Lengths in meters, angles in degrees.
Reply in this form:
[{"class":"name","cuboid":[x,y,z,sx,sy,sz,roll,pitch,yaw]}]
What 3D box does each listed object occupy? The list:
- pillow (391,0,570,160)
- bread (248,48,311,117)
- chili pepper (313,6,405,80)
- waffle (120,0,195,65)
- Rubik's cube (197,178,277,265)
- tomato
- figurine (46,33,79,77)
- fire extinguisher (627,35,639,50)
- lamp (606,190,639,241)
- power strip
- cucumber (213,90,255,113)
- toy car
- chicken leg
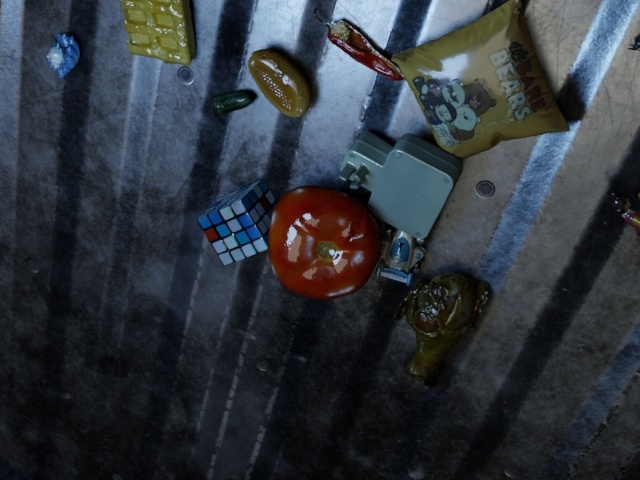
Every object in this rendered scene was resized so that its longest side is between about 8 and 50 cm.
[{"class":"pillow","cuboid":[0.345,-0.328,1.608,0.312,0.119,0.310,-17,110,32]},{"class":"bread","cuboid":[-0.092,-0.379,1.762,0.189,0.077,0.114,51,141,-13]},{"class":"chili pepper","cuboid":[0.088,-0.439,1.685,0.268,0.059,0.050,35,161,-5]},{"class":"waffle","cuboid":[-0.389,-0.556,1.754,0.167,0.057,0.274,11,132,12]},{"class":"Rubik's cube","cuboid":[-0.200,-0.048,1.932,0.155,0.154,0.151,-20,109,26]},{"class":"tomato","cuboid":[0.000,0.000,1.835,0.298,0.226,0.299,-3,112,-7]},{"class":"figurine","cuboid":[-0.660,-0.484,1.899,0.114,0.079,0.114,-9,79,52]},{"class":"fire extinguisher","cuboid":[0.669,-0.415,1.505,0.038,0.025,0.083,27,126,-24]},{"class":"lamp","cuboid":[0.740,-0.042,1.633,0.118,0.118,0.253,-34,103,31]},{"class":"power strip","cuboid":[0.172,-0.137,1.738,0.261,0.141,0.229,30,141,8]},{"class":"cucumber","cuboid":[-0.212,-0.347,1.836,0.105,0.048,0.048,-10,114,23]},{"class":"toy car","cuboid":[0.206,0.026,1.864,0.126,0.098,0.162,16,123,8]},{"class":"chicken leg","cuboid":[0.282,0.234,1.927,0.211,0.140,0.361,23,119,-4]}]
